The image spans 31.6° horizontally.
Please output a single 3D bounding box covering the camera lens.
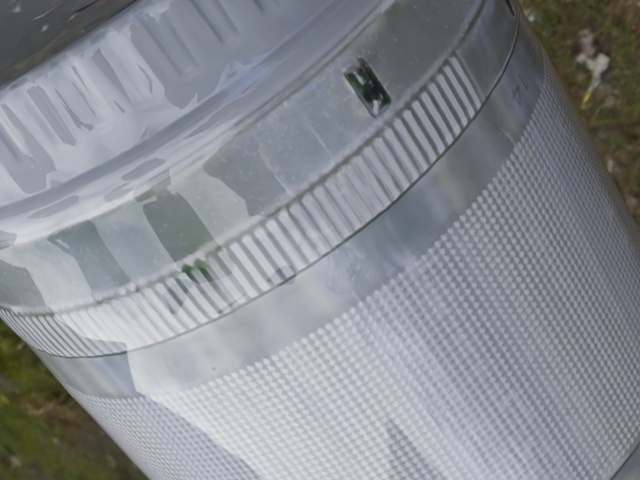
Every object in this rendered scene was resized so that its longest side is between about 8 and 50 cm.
[{"bbox_3d":[0.000,0.000,0.442,0.219,0.219,0.274,-6,129,44],"label":"camera lens"}]
